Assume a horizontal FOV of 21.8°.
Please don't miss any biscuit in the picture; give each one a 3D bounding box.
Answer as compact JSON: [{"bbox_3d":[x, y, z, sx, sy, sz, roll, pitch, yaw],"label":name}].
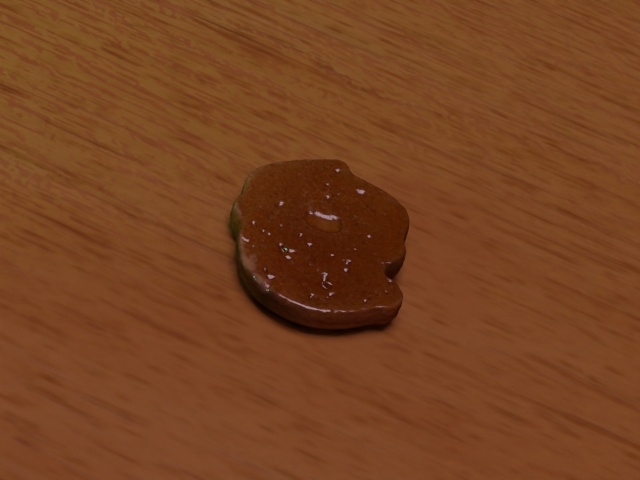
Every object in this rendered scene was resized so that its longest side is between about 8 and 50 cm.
[{"bbox_3d":[0.000,0.000,0.924,0.102,0.019,0.130,9,42,-9],"label":"biscuit"}]
